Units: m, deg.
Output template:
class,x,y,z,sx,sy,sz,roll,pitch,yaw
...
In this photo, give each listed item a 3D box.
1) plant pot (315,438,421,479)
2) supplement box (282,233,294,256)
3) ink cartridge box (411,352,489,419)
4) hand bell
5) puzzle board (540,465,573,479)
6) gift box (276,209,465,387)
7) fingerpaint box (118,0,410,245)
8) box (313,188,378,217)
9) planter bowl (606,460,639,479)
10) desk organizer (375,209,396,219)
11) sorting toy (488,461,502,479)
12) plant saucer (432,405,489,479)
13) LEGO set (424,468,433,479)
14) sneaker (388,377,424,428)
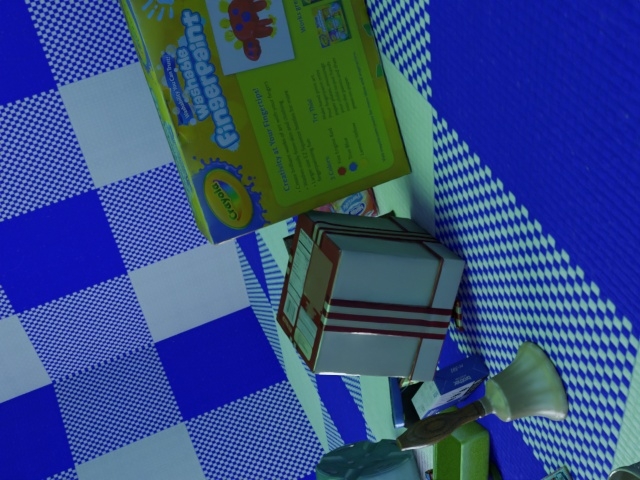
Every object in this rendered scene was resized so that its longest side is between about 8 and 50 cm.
class,x,y,z,sx,sy,sz,roll,pitch,yaw
plant pot,0.139,0.705,2.314,0.341,0.341,0.334,-165,63,-75
supplement box,0.000,0.000,2.141,0.239,0.130,0.073,167,83,-77
ink cartridge box,0.232,0.268,1.652,0.207,0.097,0.046,99,148,-68
hand bell,0.221,0.250,1.322,0.126,0.242,0.126,158,90,-78
puzzle board,0.385,0.410,1.427,0.128,0.011,0.096,96,151,-66
gift box,0.085,0.104,1.578,0.255,0.258,0.276,-126,45,-59
fingerpaint box,-0.094,-0.269,1.535,0.163,0.371,0.444,-145,35,-69
box,0.010,-0.115,1.917,0.257,0.123,0.128,-142,33,-67
planter bowl,0.394,0.294,0.957,0.162,0.109,0.162,158,90,-78
desk organizer,0.137,0.013,1.752,0.047,0.050,0.130,131,117,-76
sorting toy,0.314,0.462,1.744,0.102,0.042,0.061,111,137,-72
plant saucer,0.264,0.431,1.769,0.188,0.045,0.188,-153,63,-72
LEGO set,0.318,0.611,2.022,0.244,0.060,0.182,39,143,53
sneaker,0.191,0.292,1.944,0.081,0.091,0.232,88,179,-60
